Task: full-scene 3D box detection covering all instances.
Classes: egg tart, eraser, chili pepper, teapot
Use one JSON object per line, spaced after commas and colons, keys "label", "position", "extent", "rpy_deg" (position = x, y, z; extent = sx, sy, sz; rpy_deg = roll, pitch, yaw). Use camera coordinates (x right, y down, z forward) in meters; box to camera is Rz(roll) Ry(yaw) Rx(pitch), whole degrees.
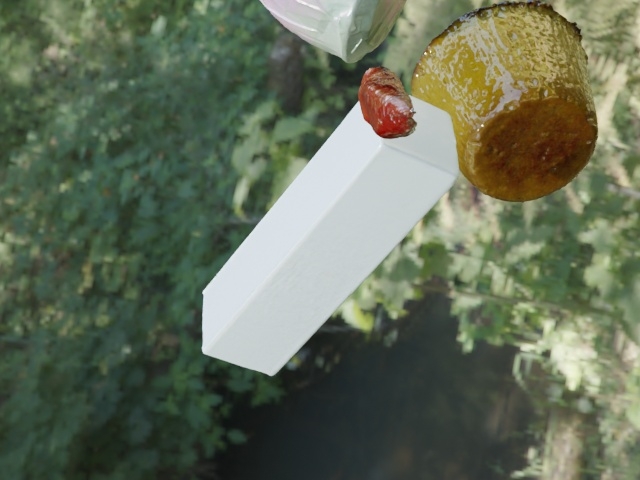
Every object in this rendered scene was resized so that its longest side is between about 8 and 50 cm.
{"label": "egg tart", "position": [0.219, -0.150, 1.374], "extent": [0.215, 0.215, 0.171], "rpy_deg": [-59, 30, 31]}
{"label": "eraser", "position": [-0.001, 0.000, 1.038], "extent": [0.298, 0.078, 0.076], "rpy_deg": [-49, 31, 39]}
{"label": "chili pepper", "position": [0.042, -0.079, 0.740], "extent": [0.178, 0.027, 0.045], "rpy_deg": [-107, -2, -77]}
{"label": "teapot", "position": [-0.007, -0.288, 1.253], "extent": [0.163, 0.178, 0.221], "rpy_deg": [-66, -12, 11]}
